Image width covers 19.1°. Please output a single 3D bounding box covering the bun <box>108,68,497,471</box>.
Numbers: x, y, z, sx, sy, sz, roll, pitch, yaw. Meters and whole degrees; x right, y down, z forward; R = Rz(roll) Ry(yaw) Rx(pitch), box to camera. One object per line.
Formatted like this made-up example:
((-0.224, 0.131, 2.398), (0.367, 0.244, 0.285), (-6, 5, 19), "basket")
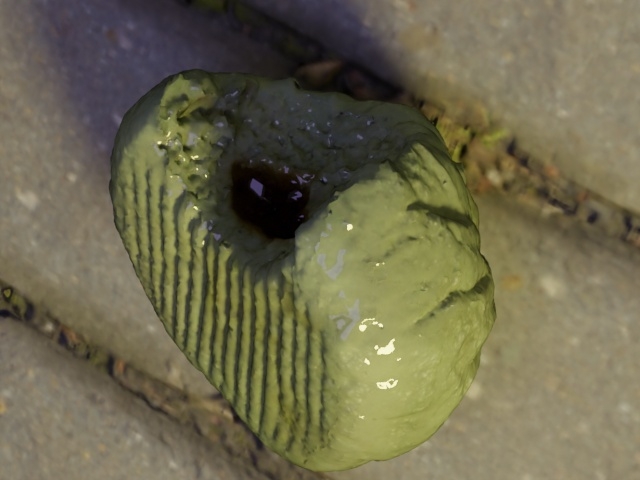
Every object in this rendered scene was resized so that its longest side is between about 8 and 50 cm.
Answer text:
((0.000, 0.000, 0.901), (0.212, 0.126, 0.204), (52, 149, 12), "bun")
